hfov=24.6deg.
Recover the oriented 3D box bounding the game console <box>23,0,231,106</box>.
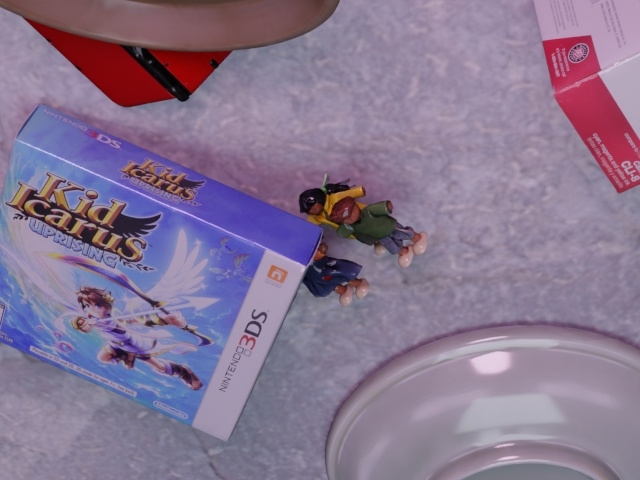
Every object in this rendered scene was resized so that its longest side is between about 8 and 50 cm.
[{"bbox_3d":[-0.153,-0.182,1.176,0.124,0.085,0.144,-47,125,-1],"label":"game console"}]

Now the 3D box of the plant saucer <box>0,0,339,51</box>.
[{"bbox_3d":[-0.122,-0.196,0.998,0.278,0.041,0.278,6,167,1],"label":"plant saucer"}]

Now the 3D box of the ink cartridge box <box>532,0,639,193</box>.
[{"bbox_3d":[0.276,-0.149,1.136,0.176,0.128,0.127,-25,129,21],"label":"ink cartridge box"}]

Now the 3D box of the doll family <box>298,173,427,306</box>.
[{"bbox_3d":[0.000,0.000,1.315,0.111,0.076,0.193,26,131,-30],"label":"doll family"}]

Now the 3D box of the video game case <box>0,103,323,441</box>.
[{"bbox_3d":[-0.163,0.036,1.306,0.269,0.061,0.244,24,130,-1],"label":"video game case"}]

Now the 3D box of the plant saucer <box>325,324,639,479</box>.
[{"bbox_3d":[0.205,0.255,1.547,0.400,0.100,0.400,0,134,0],"label":"plant saucer"}]
